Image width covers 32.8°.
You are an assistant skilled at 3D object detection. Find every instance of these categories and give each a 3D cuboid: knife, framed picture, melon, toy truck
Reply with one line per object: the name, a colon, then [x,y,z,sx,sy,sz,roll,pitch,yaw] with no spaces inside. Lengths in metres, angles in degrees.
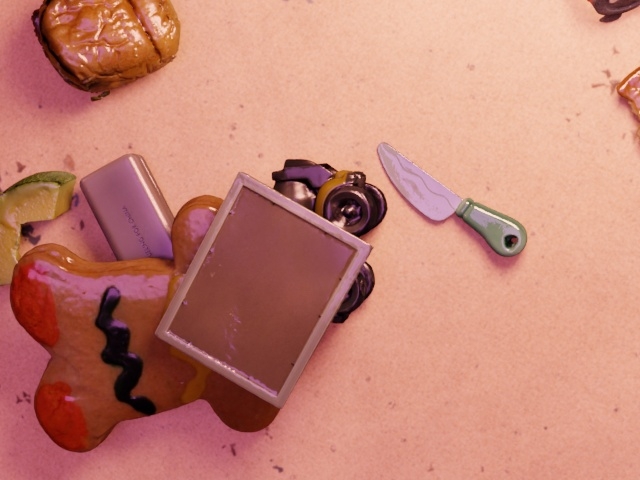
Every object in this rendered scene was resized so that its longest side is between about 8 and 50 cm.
knife: [0.184,-0.055,1.586,0.260,0.035,0.063,32,104,12]
framed picture: [-0.081,0.069,1.498,0.217,0.017,0.274,31,103,4]
melon: [-0.462,-0.018,1.667,0.118,0.064,0.209,20,98,2]
toy truck: [0.000,0.000,1.555,0.165,0.147,0.224,9,98,10]

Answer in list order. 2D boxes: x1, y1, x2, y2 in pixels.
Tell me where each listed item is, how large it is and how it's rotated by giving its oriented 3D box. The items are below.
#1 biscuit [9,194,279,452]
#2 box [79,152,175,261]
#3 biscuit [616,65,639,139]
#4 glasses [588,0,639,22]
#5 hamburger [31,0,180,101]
biscuit: [-0.246,0.130,1.582,0.394,0.076,0.368,-7,107,4]
box: [-0.265,-0.005,1.639,0.103,0.055,0.243,-27,89,9]
biscuit: [0.538,-0.171,1.521,0.176,0.031,0.228,-38,89,10]
glasses: [0.423,-0.466,1.520,0.234,0.118,0.268,-35,68,11]
hamburger: [-0.318,-0.313,1.594,0.206,0.130,0.183,-28,91,7]
